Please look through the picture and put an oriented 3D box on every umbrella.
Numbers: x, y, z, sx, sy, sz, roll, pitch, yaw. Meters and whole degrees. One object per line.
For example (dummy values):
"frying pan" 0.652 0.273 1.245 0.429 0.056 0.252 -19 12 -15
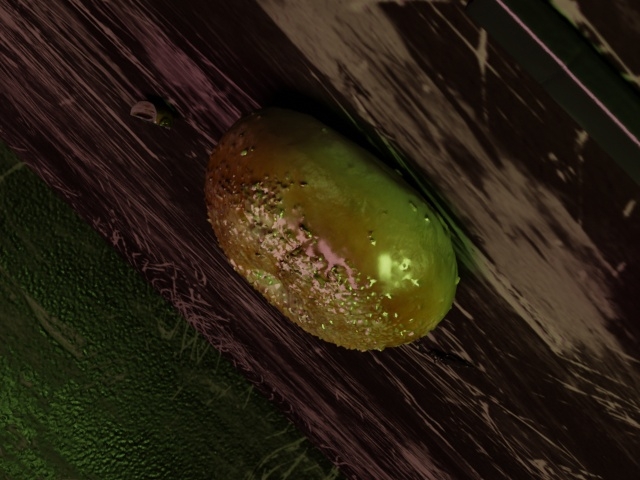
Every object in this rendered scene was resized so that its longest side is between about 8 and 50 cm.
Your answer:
"umbrella" 0.166 0.157 1.440 0.122 0.013 0.022 19 131 56

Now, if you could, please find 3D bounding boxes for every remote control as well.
"remote control" 0.192 -0.083 0.722 0.245 0.025 0.063 43 168 -4

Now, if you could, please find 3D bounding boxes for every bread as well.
"bread" 0.000 0.000 1.149 0.306 0.158 0.305 37 165 12

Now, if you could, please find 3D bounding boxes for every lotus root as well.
"lotus root" -0.220 -0.170 1.456 0.037 0.030 0.083 14 -173 -38
